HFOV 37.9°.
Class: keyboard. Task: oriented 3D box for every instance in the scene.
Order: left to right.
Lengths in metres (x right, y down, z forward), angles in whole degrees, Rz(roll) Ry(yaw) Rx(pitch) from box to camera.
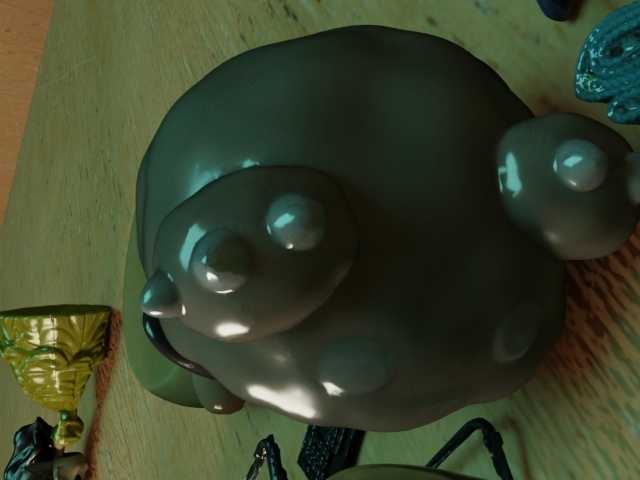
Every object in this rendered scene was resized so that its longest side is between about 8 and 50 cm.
[{"bbox_3d":[0.019,0.091,0.683,0.074,0.015,0.196,36,111,58],"label":"keyboard"}]

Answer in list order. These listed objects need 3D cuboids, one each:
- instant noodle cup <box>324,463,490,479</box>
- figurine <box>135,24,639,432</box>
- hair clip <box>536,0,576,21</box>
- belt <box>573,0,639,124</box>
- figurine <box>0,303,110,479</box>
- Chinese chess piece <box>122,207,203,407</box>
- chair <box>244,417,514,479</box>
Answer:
[{"bbox_3d":[0.061,0.216,0.270,0.311,0.311,0.221,26,97,63],"label":"instant noodle cup"},{"bbox_3d":[0.000,0.000,0.542,0.380,0.248,0.203,157,105,-72],"label":"figurine"},{"bbox_3d":[0.103,-0.231,0.542,0.137,0.090,0.278,-46,39,44],"label":"hair clip"},{"bbox_3d":[0.174,-0.100,0.375,0.179,0.065,0.100,-13,81,62],"label":"belt"},{"bbox_3d":[-0.378,0.256,1.341,0.187,0.168,0.315,0,92,53],"label":"figurine"},{"bbox_3d":[-0.097,0.018,0.850,0.273,0.102,0.273,-29,56,57],"label":"Chinese chess piece"},{"bbox_3d":[0.009,0.209,0.537,0.221,0.140,0.145,127,138,-51],"label":"chair"}]
